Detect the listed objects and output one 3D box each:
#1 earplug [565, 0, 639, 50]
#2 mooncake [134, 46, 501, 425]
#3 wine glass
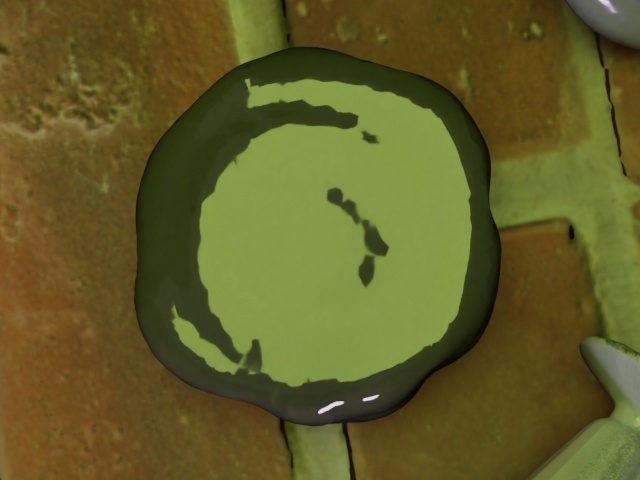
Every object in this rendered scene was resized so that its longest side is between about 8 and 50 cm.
[{"bbox_3d":[0.208,-0.285,1.161,0.325,0.175,0.214,45,89,1],"label":"earplug"},{"bbox_3d":[0.000,0.000,1.133,0.275,0.135,0.275,-1,83,6],"label":"mooncake"},{"bbox_3d":[0.175,0.178,1.081,0.165,0.165,0.196,35,76,10],"label":"wine glass"}]
